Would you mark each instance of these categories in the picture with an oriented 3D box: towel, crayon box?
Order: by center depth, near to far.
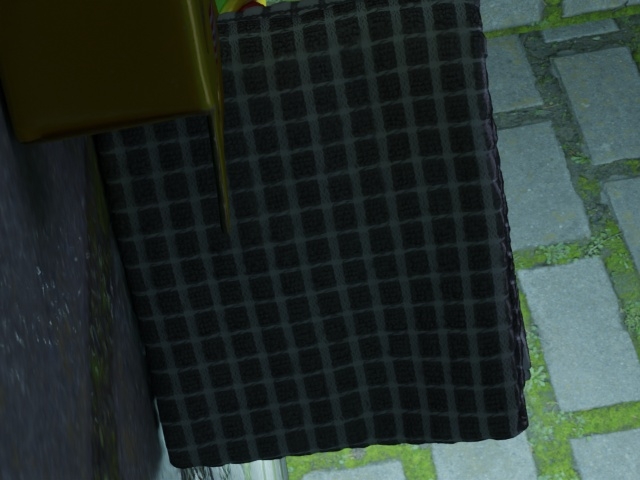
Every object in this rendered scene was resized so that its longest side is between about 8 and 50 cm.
[{"bbox_3d":[-0.101,-0.174,0.553,0.202,0.081,0.318,-102,-178,-70],"label":"crayon box"},{"bbox_3d":[0.000,0.000,0.787,0.121,0.235,0.283,-90,170,-75],"label":"towel"}]

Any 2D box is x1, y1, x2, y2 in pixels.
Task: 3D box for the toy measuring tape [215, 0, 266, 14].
[{"bbox_3d":[-0.143,-0.259,1.823,0.121,0.121,0.330,-101,-161,-49],"label":"toy measuring tape"}]
